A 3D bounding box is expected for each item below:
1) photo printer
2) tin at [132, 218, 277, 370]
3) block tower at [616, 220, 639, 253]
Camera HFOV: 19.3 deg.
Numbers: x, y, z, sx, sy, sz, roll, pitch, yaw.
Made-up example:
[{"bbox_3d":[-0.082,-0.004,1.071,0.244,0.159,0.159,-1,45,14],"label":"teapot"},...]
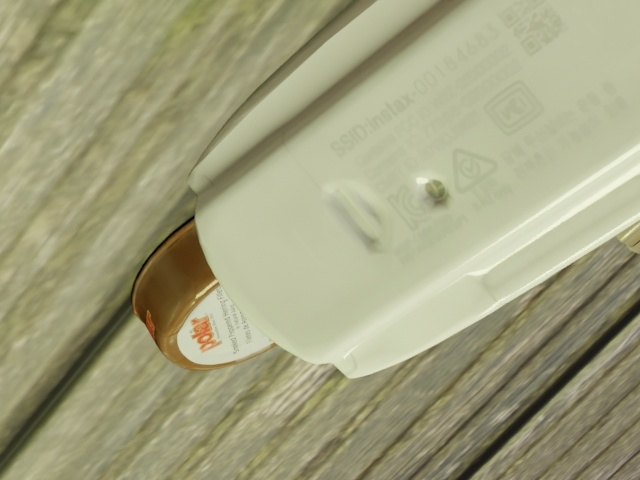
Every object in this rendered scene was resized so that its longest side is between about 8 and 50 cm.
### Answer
[{"bbox_3d":[0.118,-0.101,0.659,0.256,0.107,0.307,-36,-176,39],"label":"photo printer"},{"bbox_3d":[0.000,0.000,0.911,0.189,0.040,0.106,-28,150,-10],"label":"tin"},{"bbox_3d":[0.231,-0.036,1.046,0.097,0.091,0.335,-43,152,17],"label":"block tower"}]
